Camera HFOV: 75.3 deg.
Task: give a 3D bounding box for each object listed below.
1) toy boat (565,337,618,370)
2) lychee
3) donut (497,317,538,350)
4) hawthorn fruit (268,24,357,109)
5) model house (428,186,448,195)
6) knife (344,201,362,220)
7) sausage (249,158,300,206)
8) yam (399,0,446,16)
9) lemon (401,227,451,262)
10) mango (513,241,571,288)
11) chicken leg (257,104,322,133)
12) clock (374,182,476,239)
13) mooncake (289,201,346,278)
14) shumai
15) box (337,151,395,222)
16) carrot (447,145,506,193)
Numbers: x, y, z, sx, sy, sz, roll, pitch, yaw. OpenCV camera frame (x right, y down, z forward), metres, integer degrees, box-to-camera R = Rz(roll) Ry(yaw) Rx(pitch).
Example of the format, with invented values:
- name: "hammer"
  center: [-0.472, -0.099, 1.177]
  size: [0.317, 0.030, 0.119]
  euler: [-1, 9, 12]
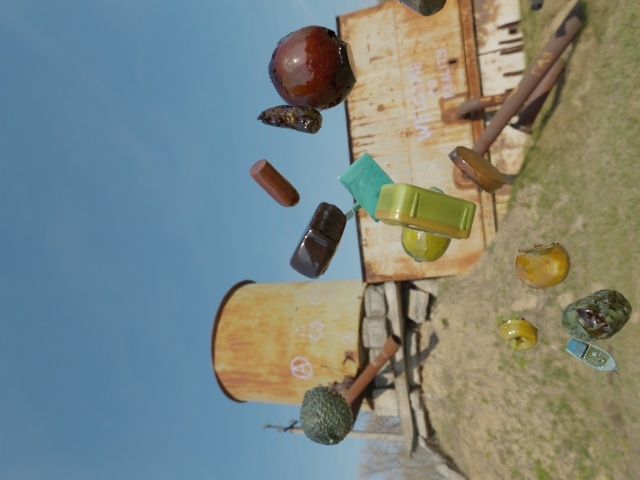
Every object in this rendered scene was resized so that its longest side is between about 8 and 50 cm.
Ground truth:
- name: "toy boat"
  center: [0.921, 0.390, 1.412]
  size: [0.058, 0.173, 0.069]
  euler: [20, -83, -38]
- name: "lychee"
  center: [0.024, 0.817, 1.939]
  size: [0.274, 0.255, 0.255]
  euler: [-112, 3, -58]
- name: "donut"
  center: [0.891, 0.424, 1.846]
  size: [0.181, 0.146, 0.078]
  euler: [50, -148, -24]
- name: "hawthorn fruit"
  center: [-0.017, -0.591, 1.435]
  size: [0.316, 0.315, 0.316]
  euler: [-7, -90, -73]
- name: "model house"
  center: [0.519, -0.195, 1.806]
  size: [0.083, 0.078, 0.066]
  euler: [0, -72, -40]
- name: "knife"
  center: [0.174, -0.158, 2.413]
  size: [0.063, 0.260, 0.035]
  euler: [50, -177, -38]
- name: "sausage"
  center: [-0.194, -0.244, 1.847]
  size: [0.259, 0.113, 0.114]
  euler: [43, -142, -30]
- name: "yam"
  center: [0.364, -0.960, 1.588]
  size: [0.238, 0.128, 0.129]
  euler: [54, 162, 28]
- name: "lemon"
  center: [0.529, -0.030, 2.075]
  size: [0.260, 0.284, 0.260]
  euler: [35, -167, -10]
- name: "mango"
  center: [0.705, 0.083, 1.314]
  size: [0.126, 0.153, 0.252]
  euler: [56, -173, 1]
- name: "chicken leg"
  center: [-0.087, -0.370, 1.267]
  size: [0.177, 0.322, 0.083]
  euler: [-15, -63, -44]
- name: "clock"
  center: [0.241, -0.066, 0.965]
  size: [0.143, 0.202, 0.096]
  euler: [-167, 89, -75]
- name: "mooncake"
  center: [0.000, 0.000, 1.836]
  size: [0.334, 0.174, 0.326]
  euler: [-60, 2, 9]
- name: "shumai"
  center: [1.077, 0.315, 1.620]
  size: [0.189, 0.256, 0.218]
  euler: [54, -147, 15]
- name: "box"
  center: [0.263, -0.272, 2.126]
  size: [0.311, 0.205, 0.118]
  euler: [48, -164, 2]
- name: "carrot"
  center: [0.714, -0.327, 1.919]
  size: [0.307, 0.100, 0.258]
  euler: [18, -146, -28]
